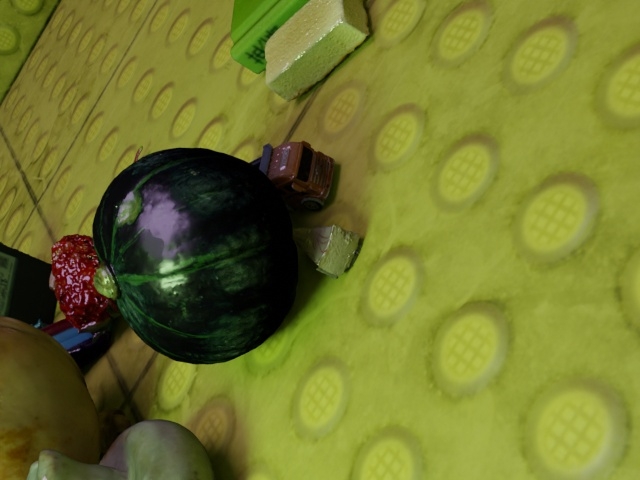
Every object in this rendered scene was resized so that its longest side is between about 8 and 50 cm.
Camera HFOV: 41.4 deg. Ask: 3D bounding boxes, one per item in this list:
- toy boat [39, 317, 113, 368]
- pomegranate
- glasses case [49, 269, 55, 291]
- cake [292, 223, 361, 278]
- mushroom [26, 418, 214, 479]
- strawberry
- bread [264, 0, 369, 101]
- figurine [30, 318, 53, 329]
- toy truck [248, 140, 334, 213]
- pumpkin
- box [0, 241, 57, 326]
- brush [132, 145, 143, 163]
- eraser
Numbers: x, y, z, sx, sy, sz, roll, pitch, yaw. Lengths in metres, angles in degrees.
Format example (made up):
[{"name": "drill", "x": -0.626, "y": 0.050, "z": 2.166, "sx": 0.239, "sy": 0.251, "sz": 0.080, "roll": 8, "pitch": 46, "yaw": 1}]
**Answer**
[{"name": "toy boat", "x": -0.542, "y": 0.243, "z": 1.563, "sx": 0.392, "sy": 0.136, "sz": 0.079, "roll": -30, "pitch": 49, "yaw": 4}, {"name": "pomegranate", "x": -0.489, "y": 0.321, "z": 1.279, "sx": 0.412, "sy": 0.412, "sz": 0.411, "roll": -32, "pitch": 43, "yaw": 36}, {"name": "glasses case", "x": -0.466, "y": 0.059, "z": 1.684, "sx": 0.267, "sy": 0.067, "sz": 0.103, "roll": -5, "pitch": 63, "yaw": 52}, {"name": "cake", "x": 0.000, "y": 0.000, "z": 1.126, "sx": 0.121, "sy": 0.052, "sz": 0.065, "roll": 35, "pitch": 100, "yaw": 57}, {"name": "mushroom", "x": -0.258, "y": 0.337, "z": 1.067, "sx": 0.244, "sy": 0.244, "sz": 0.243, "roll": -32, "pitch": 43, "yaw": 36}, {"name": "strawberry", "x": -0.409, "y": 0.048, "z": 1.520, "sx": 0.174, "sy": 0.098, "sz": 0.228, "roll": -32, "pitch": 59, "yaw": 4}, {"name": "bread", "x": -0.007, "y": -0.319, "z": 1.348, "sx": 0.188, "sy": 0.068, "sz": 0.125, "roll": -35, "pitch": 42, "yaw": 33}, {"name": "figurine", "x": -0.554, "y": 0.227, "z": 1.683, "sx": 0.075, "sy": 0.068, "sz": 0.140, "roll": -28, "pitch": 54, "yaw": 16}, {"name": "toy truck", "x": -0.071, "y": -0.078, "z": 1.236, "sx": 0.192, "sy": 0.092, "sz": 0.083, "roll": -20, "pitch": 51, "yaw": 45}, {"name": "pumpkin", "x": -0.182, "y": 0.022, "z": 1.127, "sx": 0.315, "sy": 0.239, "sz": 0.315, "roll": 35, "pitch": 136, "yaw": 42}, {"name": "box", "x": -0.659, "y": 0.169, "z": 1.734, "sx": 0.058, "sy": 0.211, "sz": 0.350, "roll": -36, "pitch": 40, "yaw": 37}, {"name": "brush", "x": -0.386, "y": -0.159, "z": 1.777, "sx": 0.019, "sy": 0.021, "sz": 0.083, "roll": 30, "pitch": 96, "yaw": 58}, {"name": "eraser", "x": -0.042, "y": -0.445, "z": 1.467, "sx": 0.274, "sy": 0.092, "sz": 0.210, "roll": -31, "pitch": 44, "yaw": 39}]
